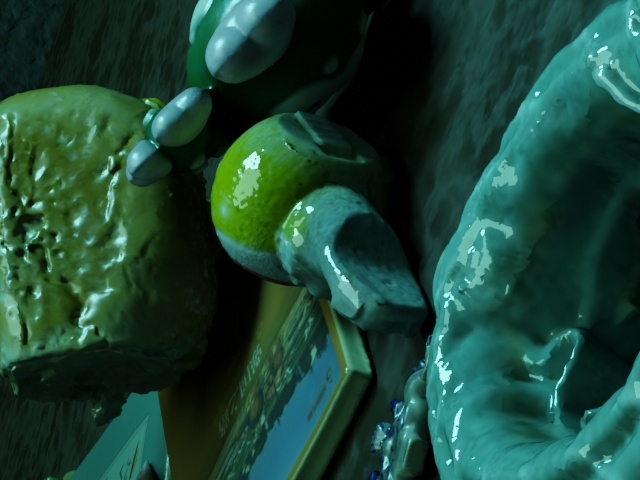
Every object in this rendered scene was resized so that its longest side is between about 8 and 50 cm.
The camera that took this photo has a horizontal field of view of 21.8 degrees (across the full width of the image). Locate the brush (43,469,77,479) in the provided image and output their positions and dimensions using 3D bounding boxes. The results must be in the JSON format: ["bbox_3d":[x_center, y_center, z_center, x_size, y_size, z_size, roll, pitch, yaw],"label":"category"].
[{"bbox_3d":[-0.287,0.373,1.722,0.054,0.048,0.282,129,149,-57],"label":"brush"}]

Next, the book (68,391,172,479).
[{"bbox_3d":[-0.188,0.265,1.529,0.379,0.031,0.264,129,150,-52],"label":"book"}]

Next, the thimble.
[{"bbox_3d":[0.136,0.025,0.571,0.235,0.143,0.198,166,119,-69],"label":"thimble"}]

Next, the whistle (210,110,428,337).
[{"bbox_3d":[0.000,0.000,1.070,0.223,0.123,0.123,54,128,48],"label":"whistle"}]

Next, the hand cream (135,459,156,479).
[{"bbox_3d":[-0.139,0.221,1.310,0.209,0.043,0.067,-169,92,-81],"label":"hand cream"}]

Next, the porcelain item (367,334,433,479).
[{"bbox_3d":[0.046,0.119,0.963,0.075,0.021,0.136,-175,100,-76],"label":"porcelain item"}]

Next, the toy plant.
[{"bbox_3d":[-0.031,-0.138,1.162,0.243,0.112,0.232,-48,-2,40],"label":"toy plant"}]

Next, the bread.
[{"bbox_3d":[-0.160,0.018,1.275,0.195,0.176,0.246,94,172,-75],"label":"bread"}]

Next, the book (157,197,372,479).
[{"bbox_3d":[-0.059,0.087,1.255,0.262,0.028,0.374,-62,25,26],"label":"book"}]
